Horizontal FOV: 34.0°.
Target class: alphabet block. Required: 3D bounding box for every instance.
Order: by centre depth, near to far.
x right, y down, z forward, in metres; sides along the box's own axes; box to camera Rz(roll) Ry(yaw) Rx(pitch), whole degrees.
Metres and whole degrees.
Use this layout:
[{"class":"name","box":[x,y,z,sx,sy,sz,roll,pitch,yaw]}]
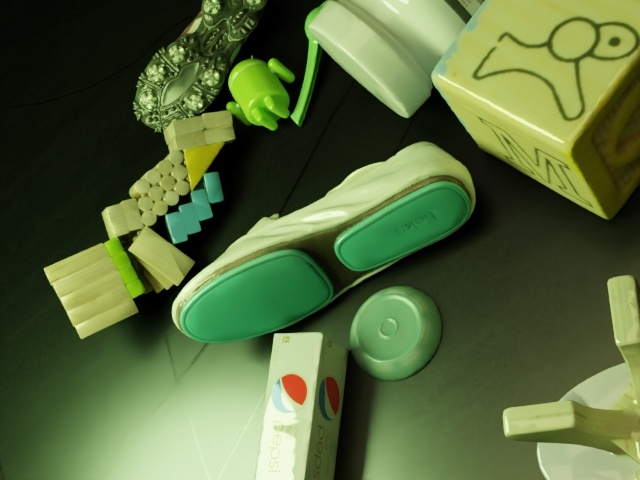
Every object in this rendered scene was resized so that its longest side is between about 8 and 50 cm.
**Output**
[{"class":"alphabet block","box":[0.276,-0.171,1.159,0.197,0.193,0.192,37,90,36]}]

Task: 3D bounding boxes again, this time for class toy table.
[{"class":"toy table","box":[0.324,0.174,0.994,0.274,0.161,0.252,-24,58,19]}]

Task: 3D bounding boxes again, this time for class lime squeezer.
[{"class":"lime squeezer","box":[0.047,-0.303,1.431,0.310,0.059,0.110,-42,54,5]}]

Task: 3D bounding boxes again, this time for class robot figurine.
[{"class":"robot figurine","box":[-0.086,-0.206,1.453,0.101,0.067,0.115,-45,53,19]}]

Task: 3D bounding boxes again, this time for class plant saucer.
[{"class":"plant saucer","box":[0.085,0.106,1.242,0.119,0.021,0.119,-12,63,24]}]

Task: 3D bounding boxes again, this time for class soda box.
[{"class":"soda box","box":[-0.023,0.219,1.218,0.069,0.074,0.216,-5,66,28]}]

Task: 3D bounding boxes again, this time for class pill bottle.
[{"class":"pill bottle","box":[0.169,-0.339,1.284,0.363,0.210,0.210,-48,54,2]}]

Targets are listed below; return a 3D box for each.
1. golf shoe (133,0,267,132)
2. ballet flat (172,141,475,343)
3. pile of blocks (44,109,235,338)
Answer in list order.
[{"class":"golf shoe","box":[-0.162,-0.270,1.512,0.105,0.120,0.273,39,100,-4]},{"class":"ballet flat","box":[0.000,0.000,1.290,0.400,0.139,0.139,-27,57,11]},{"class":"pile of blocks","box":[-0.230,-0.022,1.444,0.362,0.149,0.112,-52,11,-12]}]
